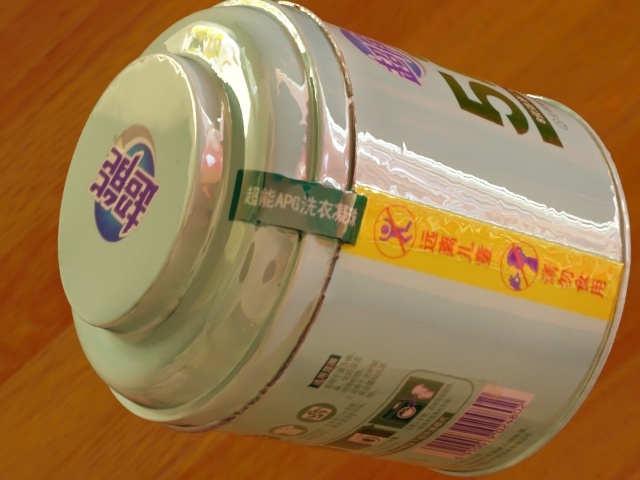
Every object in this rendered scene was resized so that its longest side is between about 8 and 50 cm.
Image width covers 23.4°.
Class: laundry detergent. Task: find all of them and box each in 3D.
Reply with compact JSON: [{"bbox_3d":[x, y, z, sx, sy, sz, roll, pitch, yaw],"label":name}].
[{"bbox_3d":[0.000,0.000,1.037,0.305,0.287,0.287,15,107,-34],"label":"laundry detergent"}]
